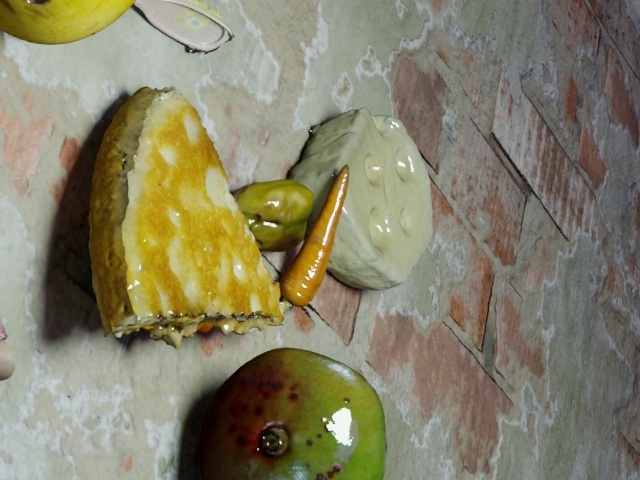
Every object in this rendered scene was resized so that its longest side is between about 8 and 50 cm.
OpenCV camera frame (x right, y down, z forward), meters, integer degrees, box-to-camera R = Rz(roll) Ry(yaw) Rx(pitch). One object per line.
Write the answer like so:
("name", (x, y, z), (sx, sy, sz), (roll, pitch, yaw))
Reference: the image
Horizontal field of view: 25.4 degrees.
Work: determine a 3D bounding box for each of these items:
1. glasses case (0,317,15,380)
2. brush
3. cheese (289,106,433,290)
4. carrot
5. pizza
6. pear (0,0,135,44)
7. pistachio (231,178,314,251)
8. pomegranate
("glasses case", (-0.423, 0.097, 1.641), (0.193, 0.070, 0.102), (22, 61, -54))
("brush", (-0.248, -0.358, 2.079), (0.313, 0.072, 0.067), (22, 40, -50))
("cheese", (0.074, -0.076, 2.439), (0.326, 0.115, 0.318), (22, 63, -54))
("carrot", (0.000, 0.000, 2.272), (0.061, 0.061, 0.256), (30, 84, -51))
("pizza", (-0.187, 0.031, 1.987), (0.406, 0.130, 0.440), (49, 32, -40))
("pear", (-0.329, -0.376, 1.747), (0.281, 0.281, 0.280), (24, 61, -53))
("pistachio", (-0.065, -0.043, 2.219), (0.189, 0.110, 0.100), (5, 46, -57))
("pomegranate", (-0.021, 0.318, 2.033), (0.323, 0.291, 0.291), (54, 39, -48))
